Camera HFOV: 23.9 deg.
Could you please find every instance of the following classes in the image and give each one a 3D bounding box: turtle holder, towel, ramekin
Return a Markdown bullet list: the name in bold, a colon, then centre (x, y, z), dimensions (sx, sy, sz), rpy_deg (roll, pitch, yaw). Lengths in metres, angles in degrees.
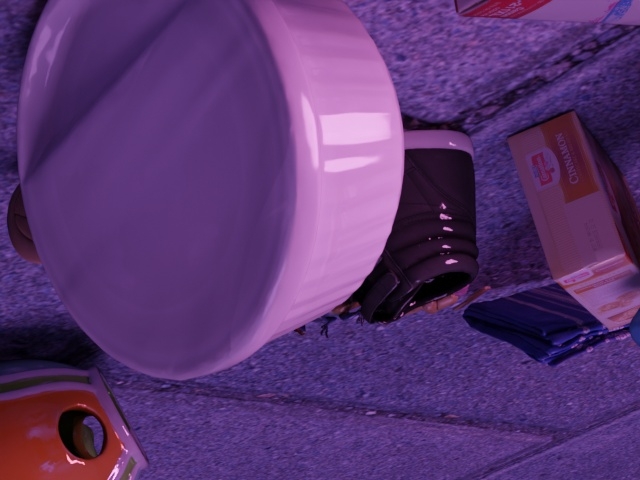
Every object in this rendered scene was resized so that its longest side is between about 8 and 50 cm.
- **turtle holder**: centre (-0.290, 0.244, 1.522), dimensions (0.227, 0.243, 0.320), rpy_deg (-30, 149, -7)
- **towel**: centre (0.338, 0.062, 1.569), dimensions (0.336, 0.040, 0.243), rpy_deg (-12, -172, -13)
- **ramekin**: centre (-0.066, -0.057, 0.957), dimensions (0.127, 0.273, 0.273), rpy_deg (-10, 160, -45)

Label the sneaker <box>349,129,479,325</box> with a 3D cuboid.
- **sneaker**: centre (0.000, 0.000, 1.250), dimensions (0.296, 0.147, 0.104), rpy_deg (-8, 158, -11)

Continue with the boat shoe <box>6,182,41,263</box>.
- **boat shoe**: centre (-0.100, -0.052, 1.132), dimensions (0.285, 0.103, 0.092), rpy_deg (-27, 159, 16)

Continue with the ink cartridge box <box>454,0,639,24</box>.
- **ink cartridge box**: centre (0.164, -0.199, 0.906), dimensions (0.175, 0.127, 0.072), rpy_deg (-1, 167, -27)

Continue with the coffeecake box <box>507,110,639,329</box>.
- **coffeecake box**: centre (0.245, -0.014, 1.362), dimensions (0.068, 0.142, 0.185), rpy_deg (-23, 156, 18)

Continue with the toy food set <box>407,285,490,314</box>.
- **toy food set**: centre (0.118, 0.055, 1.592), dimensions (0.122, 0.019, 0.078), rpy_deg (1, 151, -43)

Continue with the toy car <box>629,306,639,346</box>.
- **toy car**: centre (0.363, -0.012, 1.215), dimensions (0.219, 0.210, 0.238), rpy_deg (-52, 143, -14)

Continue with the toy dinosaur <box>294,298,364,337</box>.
- **toy dinosaur**: centre (0.013, 0.077, 1.567), dimensions (0.090, 0.047, 0.082), rpy_deg (-6, 176, -44)
